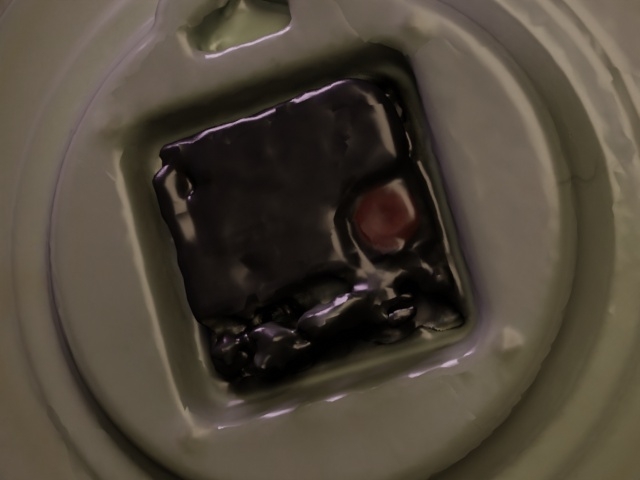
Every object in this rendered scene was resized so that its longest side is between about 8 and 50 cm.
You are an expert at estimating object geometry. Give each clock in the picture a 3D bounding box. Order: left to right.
[{"bbox_3d":[0.000,0.000,0.534,0.318,0.080,0.318,-1,86,16],"label":"clock"}]
